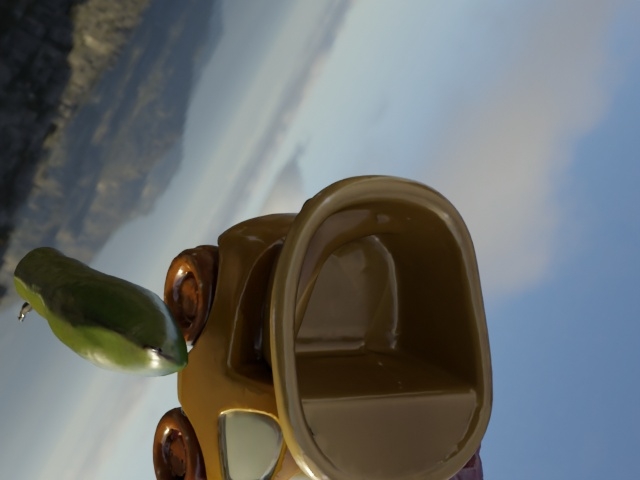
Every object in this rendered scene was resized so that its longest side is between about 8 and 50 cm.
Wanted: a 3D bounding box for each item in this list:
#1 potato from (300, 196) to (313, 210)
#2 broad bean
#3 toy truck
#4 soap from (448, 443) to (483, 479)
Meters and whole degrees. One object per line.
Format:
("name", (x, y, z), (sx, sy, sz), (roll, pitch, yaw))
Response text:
("potato", (0.000, 0.000, 1.256), (0.046, 0.045, 0.092), (-43, 130, -85))
("broad bean", (-0.167, 0.043, 0.868), (0.067, 0.075, 0.325), (-40, -156, -16))
("toy truck", (-0.001, 0.097, 0.964), (0.211, 0.204, 0.288), (-1, -92, 56))
("soap", (0.010, 0.178, 1.208), (0.112, 0.289, 0.182), (154, -67, -69))
